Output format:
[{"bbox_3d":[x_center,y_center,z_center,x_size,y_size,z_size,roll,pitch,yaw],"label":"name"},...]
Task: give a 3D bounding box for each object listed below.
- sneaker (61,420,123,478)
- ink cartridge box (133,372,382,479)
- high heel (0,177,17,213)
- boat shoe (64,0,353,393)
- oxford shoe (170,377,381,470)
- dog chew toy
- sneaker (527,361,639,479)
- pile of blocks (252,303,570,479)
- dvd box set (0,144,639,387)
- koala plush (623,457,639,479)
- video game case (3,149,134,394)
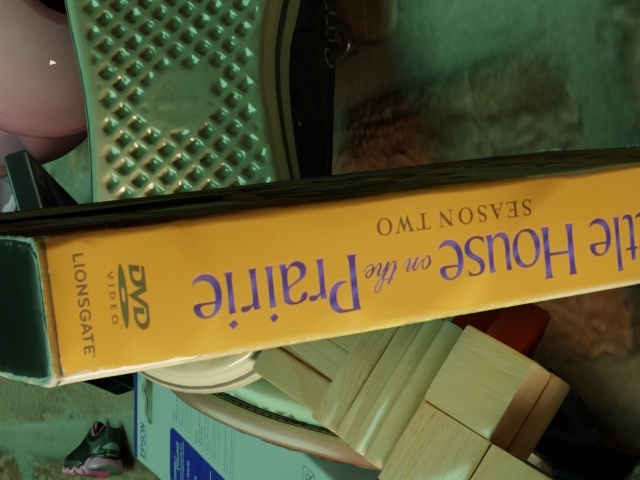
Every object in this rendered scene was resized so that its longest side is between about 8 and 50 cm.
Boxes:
[{"bbox_3d":[-0.236,0.219,1.642,0.119,0.047,0.057,-22,62,57],"label":"sneaker"},{"bbox_3d":[-0.054,0.184,1.299,0.333,0.065,0.165,35,130,47],"label":"ink cartridge box"},{"bbox_3d":[-0.385,-0.053,1.749,0.244,0.082,0.117,28,115,37],"label":"high heel"},{"bbox_3d":[-0.075,-0.139,1.083,0.156,0.187,0.500,54,-147,-75],"label":"boat shoe"},{"bbox_3d":[-0.053,0.048,1.184,0.397,0.140,0.146,29,101,39],"label":"oxford shoe"},{"bbox_3d":[-0.268,-0.160,1.393,0.332,0.207,0.206,-40,66,57],"label":"dog chew toy"},{"bbox_3d":[0.157,0.164,0.941,0.211,0.080,0.081,-121,28,-46],"label":"sneaker"},{"bbox_3d":[0.083,0.085,0.846,0.112,0.149,0.362,-59,16,-2],"label":"pile of blocks"},{"bbox_3d":[0.000,0.000,0.793,0.308,0.420,0.062,2,98,59],"label":"dvd box set"},{"bbox_3d":[0.229,0.186,0.733,0.221,0.203,0.196,36,153,13],"label":"koala plush"},{"bbox_3d":[-0.227,0.039,1.444,0.274,0.026,0.196,75,178,-81],"label":"video game case"}]
